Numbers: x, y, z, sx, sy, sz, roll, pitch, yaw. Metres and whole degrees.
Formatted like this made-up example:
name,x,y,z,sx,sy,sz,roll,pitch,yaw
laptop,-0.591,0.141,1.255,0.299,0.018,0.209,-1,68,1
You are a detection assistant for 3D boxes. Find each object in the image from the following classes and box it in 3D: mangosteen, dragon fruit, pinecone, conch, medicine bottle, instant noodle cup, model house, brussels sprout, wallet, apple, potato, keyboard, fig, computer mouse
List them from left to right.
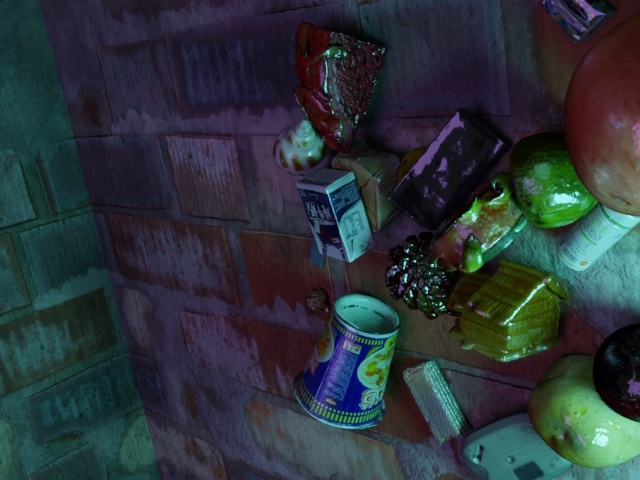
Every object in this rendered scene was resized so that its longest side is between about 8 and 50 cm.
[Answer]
name,x,y,z,sx,sy,sz,roll,pitch,yaw
conch,-0.039,-0.239,1.996,0.183,0.275,0.148,20,86,13
brussels sprout,-0.018,0.189,2.286,0.085,0.058,0.085,31,127,55
keyboard,-0.001,0.001,2.207,0.055,0.014,0.176,34,130,31
dragon fruit,0.051,-0.379,1.814,0.241,0.302,0.329,-3,99,13
instant noodle cup,0.094,0.330,2.097,0.284,0.284,0.312,34,122,31
pinecone,0.271,0.084,1.831,0.229,0.202,0.201,42,162,-3
wallet,0.294,-0.159,1.710,0.146,0.030,0.285,37,114,-3
dragon fruit,0.355,-0.033,1.635,0.130,0.268,0.295,46,145,5
model house,0.427,0.141,1.682,0.199,0.220,0.229,32,130,46
computer mouse,0.499,0.538,1.874,0.197,0.095,0.331,51,133,2
fig,0.514,-0.131,1.484,0.236,0.203,0.203,-8,103,26
potato,0.583,0.393,1.629,0.285,0.243,0.242,42,134,29
medicine bottle,0.579,-0.021,1.529,0.086,0.086,0.183,51,137,17
mangosteen,0.666,0.277,1.496,0.216,0.216,0.216,22,123,39
apple,0.586,-0.220,1.232,0.364,0.364,0.363,22,123,39

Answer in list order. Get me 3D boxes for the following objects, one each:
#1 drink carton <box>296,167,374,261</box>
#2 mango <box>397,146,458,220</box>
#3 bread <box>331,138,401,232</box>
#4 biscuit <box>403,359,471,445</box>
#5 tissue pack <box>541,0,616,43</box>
name,x,y,z,sx,sy,sz,roll,pitch,yaw
drink carton,0.041,-0.067,1.908,0.134,0.102,0.222,13,129,50
mango,0.267,-0.134,1.796,0.137,0.098,0.195,-31,93,36
bread,0.126,-0.146,1.914,0.192,0.110,0.209,29,140,41
biscuit,0.322,0.451,2.045,0.108,0.062,0.238,-33,82,51
tissue pack,0.492,-0.449,1.423,0.111,0.079,0.085,55,138,12
